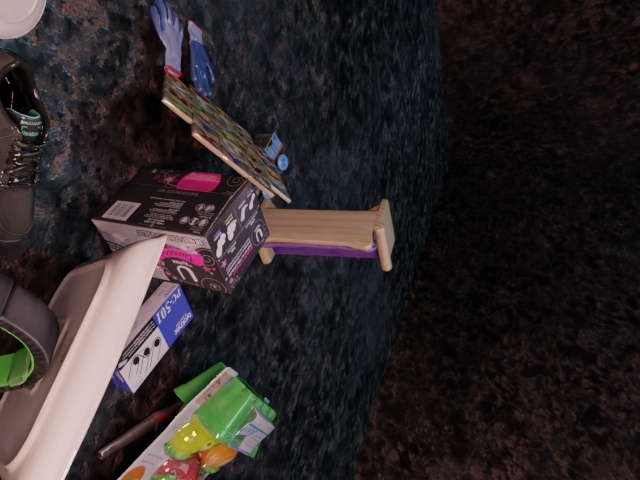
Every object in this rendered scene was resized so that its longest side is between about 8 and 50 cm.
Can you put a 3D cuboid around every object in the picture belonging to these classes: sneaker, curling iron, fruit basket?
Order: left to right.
[{"bbox_3d":[-0.425,-0.123,0.704,0.101,0.106,0.267,-34,127,-61],"label":"sneaker"},{"bbox_3d":[-0.344,0.387,1.090,0.274,0.035,0.068,-8,104,-65],"label":"curling iron"},{"bbox_3d":[-0.256,0.443,1.088,0.353,0.165,0.327,-51,153,-18],"label":"fruit basket"}]

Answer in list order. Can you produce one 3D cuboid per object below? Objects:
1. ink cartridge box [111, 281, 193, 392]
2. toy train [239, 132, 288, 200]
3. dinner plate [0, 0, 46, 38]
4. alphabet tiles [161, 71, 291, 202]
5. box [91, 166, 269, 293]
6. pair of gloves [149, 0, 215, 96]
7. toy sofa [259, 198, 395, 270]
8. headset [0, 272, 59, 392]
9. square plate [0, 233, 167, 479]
[{"bbox_3d":[-0.338,0.186,1.038,0.207,0.046,0.097,-58,146,-43],"label":"ink cartridge box"},{"bbox_3d":[-0.151,-0.182,1.320,0.105,0.080,0.184,55,49,-43],"label":"toy train"},{"bbox_3d":[-0.424,-0.344,0.708,0.141,0.017,0.141,21,90,-75],"label":"dinner plate"},{"bbox_3d":[-0.177,-0.200,0.992,0.285,0.011,0.342,38,13,-29],"label":"alphabet tiles"},{"bbox_3d":[-0.245,-0.021,0.945,0.142,0.247,0.163,74,34,-42],"label":"box"},{"bbox_3d":[-0.267,-0.375,1.034,0.198,0.023,0.159,17,64,-70],"label":"pair of gloves"},{"bbox_3d":[0.000,0.000,1.349,0.150,0.363,0.177,73,27,-42],"label":"toy sofa"},{"bbox_3d":[-0.467,0.083,0.512,0.394,0.243,0.185,41,34,-39],"label":"headset"},{"bbox_3d":[-0.353,0.158,0.714,0.049,0.344,0.347,31,65,-30],"label":"square plate"}]
